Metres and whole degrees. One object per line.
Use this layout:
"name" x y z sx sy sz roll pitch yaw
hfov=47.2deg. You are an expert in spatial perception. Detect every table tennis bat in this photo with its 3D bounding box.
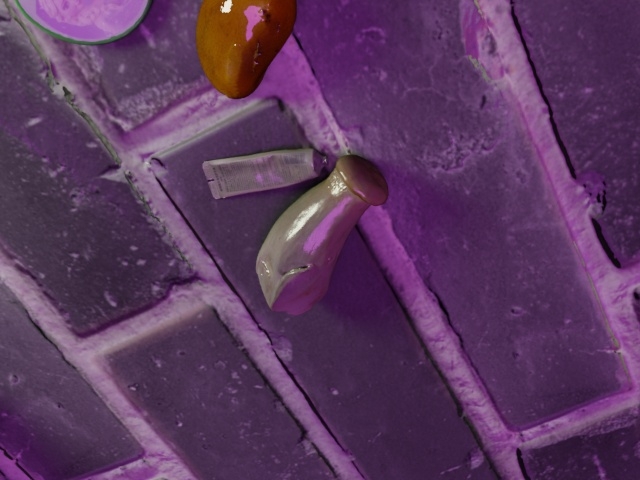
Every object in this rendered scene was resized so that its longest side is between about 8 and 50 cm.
"table tennis bat" -0.314 -0.309 0.819 0.257 0.039 0.160 10 118 -9

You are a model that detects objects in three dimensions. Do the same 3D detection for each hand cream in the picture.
"hand cream" -0.070 -0.091 0.957 0.165 0.037 0.057 -8 121 12

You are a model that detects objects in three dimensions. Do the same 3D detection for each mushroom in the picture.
"mushroom" -0.010 -0.003 0.969 0.108 0.096 0.247 35 113 6

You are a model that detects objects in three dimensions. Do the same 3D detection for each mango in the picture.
"mango" -0.093 -0.235 0.837 0.105 0.084 0.159 25 117 -8
